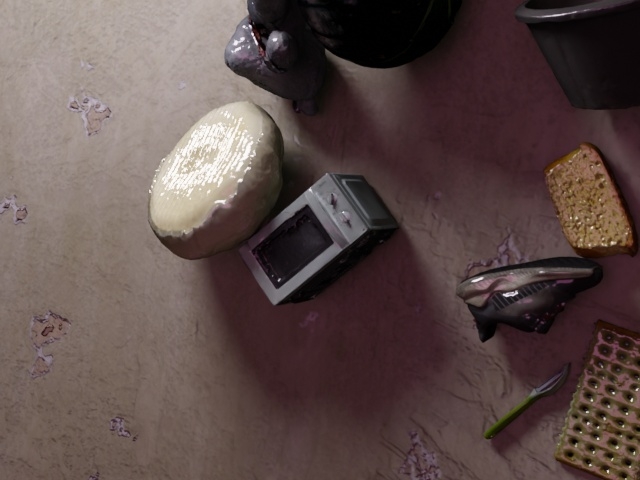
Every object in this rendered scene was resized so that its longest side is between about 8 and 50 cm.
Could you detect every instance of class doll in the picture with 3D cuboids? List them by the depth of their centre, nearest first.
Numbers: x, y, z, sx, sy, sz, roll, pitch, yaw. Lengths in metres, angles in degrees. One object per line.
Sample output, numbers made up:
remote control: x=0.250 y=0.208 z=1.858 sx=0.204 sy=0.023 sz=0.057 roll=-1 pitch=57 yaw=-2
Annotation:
doll: x=-0.098 y=-0.346 z=1.608 sx=0.158 sy=0.340 sz=0.245 roll=-27 pitch=63 yaw=4

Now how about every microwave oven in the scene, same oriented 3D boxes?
microwave oven: x=0.000 y=0.000 z=1.653 sx=0.208 sy=0.162 sz=0.122 roll=-39 pitch=76 yaw=21

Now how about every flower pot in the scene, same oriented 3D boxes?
flower pot: x=0.418 y=-0.281 z=1.436 sx=0.269 sy=0.269 sz=0.166 roll=-5 pitch=113 yaw=24

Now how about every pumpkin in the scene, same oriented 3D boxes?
pumpkin: x=0.065 y=-0.407 z=1.548 sx=0.296 sy=0.296 sz=0.295 roll=1 pitch=92 yaw=24

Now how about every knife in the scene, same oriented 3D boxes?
knife: x=0.325 y=0.254 z=1.591 sx=0.184 sy=0.022 sz=0.026 roll=-44 pitch=48 yaw=19

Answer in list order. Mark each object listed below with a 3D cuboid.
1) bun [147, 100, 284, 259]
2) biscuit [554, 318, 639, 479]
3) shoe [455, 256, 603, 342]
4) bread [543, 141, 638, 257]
bun: x=-0.160 y=-0.093 z=1.708 sx=0.287 sy=0.146 sz=0.287 roll=-26 pitch=45 yaw=29
biscuit: x=0.445 y=0.249 z=1.541 sx=0.139 sy=0.016 sz=0.231 roll=20 pitch=100 yaw=21
shoe: x=0.321 y=0.090 z=1.554 sx=0.228 sy=0.099 sz=0.112 roll=-9 pitch=95 yaw=28
bread: x=0.403 y=-0.053 z=1.528 sx=0.103 sy=0.065 sz=0.187 roll=-20 pitch=85 yaw=18
